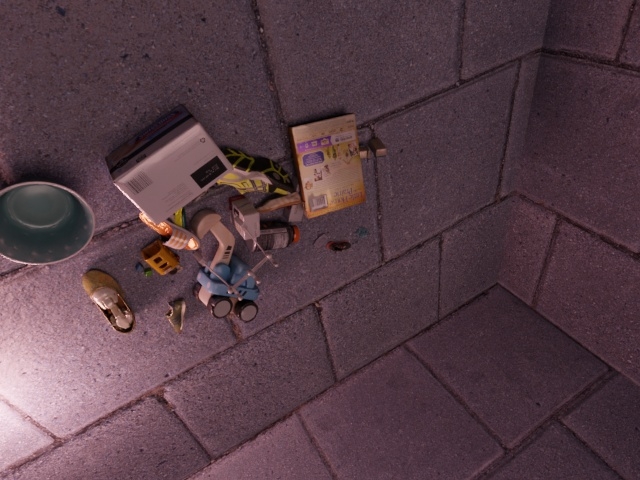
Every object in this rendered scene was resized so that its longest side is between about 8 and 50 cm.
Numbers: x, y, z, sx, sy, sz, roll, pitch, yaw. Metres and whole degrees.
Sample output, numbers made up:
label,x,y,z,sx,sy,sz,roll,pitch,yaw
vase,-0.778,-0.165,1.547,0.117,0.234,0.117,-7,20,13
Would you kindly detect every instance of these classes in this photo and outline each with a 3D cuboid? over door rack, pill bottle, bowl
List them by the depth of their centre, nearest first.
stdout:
label,x,y,z,sx,sy,sz,roll,pitch,yaw
bowl,-0.944,-0.090,1.409,0.312,0.163,0.311,-19,131,-24
over door rack,-0.336,0.093,1.754,0.239,0.108,0.324,-43,135,-9
pill bottle,-0.224,-0.021,1.996,0.246,0.130,0.130,-7,125,-32

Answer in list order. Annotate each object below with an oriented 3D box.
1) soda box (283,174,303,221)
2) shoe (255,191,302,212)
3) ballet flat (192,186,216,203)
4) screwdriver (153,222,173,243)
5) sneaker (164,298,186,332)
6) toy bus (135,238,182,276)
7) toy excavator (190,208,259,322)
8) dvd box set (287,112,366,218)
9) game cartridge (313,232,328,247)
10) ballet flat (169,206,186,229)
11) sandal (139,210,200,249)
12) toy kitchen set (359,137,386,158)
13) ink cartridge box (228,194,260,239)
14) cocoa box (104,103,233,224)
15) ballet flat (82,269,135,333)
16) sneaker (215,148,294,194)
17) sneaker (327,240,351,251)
label,x,y,z,sx,sy,sz,roll,pitch,yaw
soda box,-0.112,-0.199,1.987,0.074,0.069,0.215,-3,124,-34
shoe,-0.197,-0.173,1.922,0.219,0.076,0.058,-13,96,6
ballet flat,-0.490,-0.199,1.741,0.114,0.041,0.041,-35,135,-10
screwdriver,-0.679,-0.015,1.763,0.170,0.025,0.024,-41,137,9
sneaker,-0.699,0.360,1.996,0.086,0.064,0.191,3,120,-28
toy bus,-0.663,0.093,1.779,0.202,0.104,0.190,0,125,-35
toy excavator,-0.440,0.113,1.922,0.433,0.222,0.444,19,96,-42
dvd box set,0.039,-0.338,1.899,0.308,0.062,0.419,-18,114,-17
game cartridge,0.000,0.000,2.253,0.083,0.017,0.056,-47,139,3
ballet flat,-0.586,-0.128,1.709,0.078,0.077,0.230,5,120,-14
sandal,-0.621,-0.022,1.691,0.265,0.076,0.102,34,129,-22
toy kitchen set,0.205,-0.392,2.061,0.208,0.122,0.165,-8,129,-6
ink cartridge box,-0.333,-0.103,1.824,0.073,0.175,0.127,-16,129,-26
cocoa box,-0.543,-0.277,1.507,0.347,0.228,0.231,-38,135,-6
ballet flat,-0.876,0.270,1.761,0.123,0.123,0.348,-26,133,-17
sneaker,-0.283,-0.269,1.790,0.385,0.145,0.147,17,131,-39
sneaker,0.112,0.043,2.328,0.158,0.065,0.061,-2,122,-34
